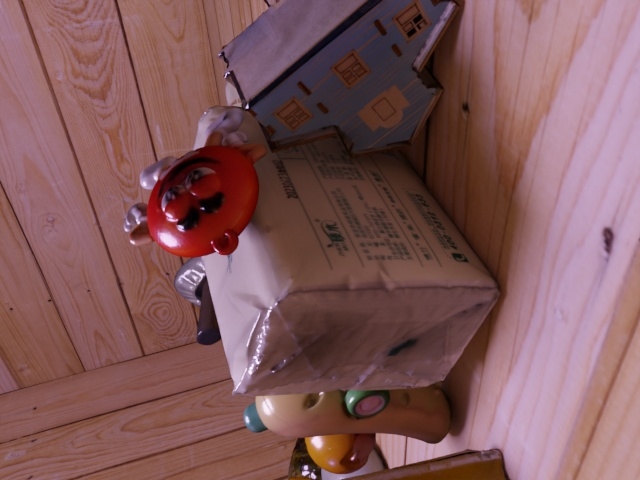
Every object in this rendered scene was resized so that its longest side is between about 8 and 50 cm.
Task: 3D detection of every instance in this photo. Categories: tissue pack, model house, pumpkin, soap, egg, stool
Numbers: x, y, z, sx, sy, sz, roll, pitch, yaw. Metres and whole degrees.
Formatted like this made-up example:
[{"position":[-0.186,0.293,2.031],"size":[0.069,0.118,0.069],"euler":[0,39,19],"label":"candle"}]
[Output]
[{"position":[0.000,0.000,0.809],"size":[0.380,0.297,0.207],"euler":[-113,34,-45],"label":"tissue pack"},{"position":[0.039,-0.212,0.740],"size":[0.206,0.271,0.178],"euler":[37,-160,-46],"label":"model house"},{"position":[0.026,0.650,1.728],"size":[0.317,0.222,0.139],"euler":[95,-174,-53],"label":"pumpkin"},{"position":[0.103,0.360,0.830],"size":[0.173,0.274,0.089],"euler":[96,163,-57],"label":"soap"},{"position":[0.077,0.551,1.467],"size":[0.209,0.151,0.151],"euler":[-119,17,-76],"label":"egg"},{"position":[-0.146,0.139,1.483],"size":[0.310,0.310,0.226],"euler":[43,-166,-43],"label":"stool"}]

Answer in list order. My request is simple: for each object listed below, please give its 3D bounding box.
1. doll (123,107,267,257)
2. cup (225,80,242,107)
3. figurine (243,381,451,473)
[{"position":[-0.139,-0.054,0.677],"size":[0.085,0.183,0.217],"euler":[50,-168,-40],"label":"doll"},{"position":[-0.072,-0.272,1.313],"size":[0.173,0.255,0.202],"euler":[0,-107,-59],"label":"cup"},{"position":[0.053,0.252,0.896],"size":[0.222,0.325,0.124],"euler":[-52,36,22],"label":"figurine"}]
